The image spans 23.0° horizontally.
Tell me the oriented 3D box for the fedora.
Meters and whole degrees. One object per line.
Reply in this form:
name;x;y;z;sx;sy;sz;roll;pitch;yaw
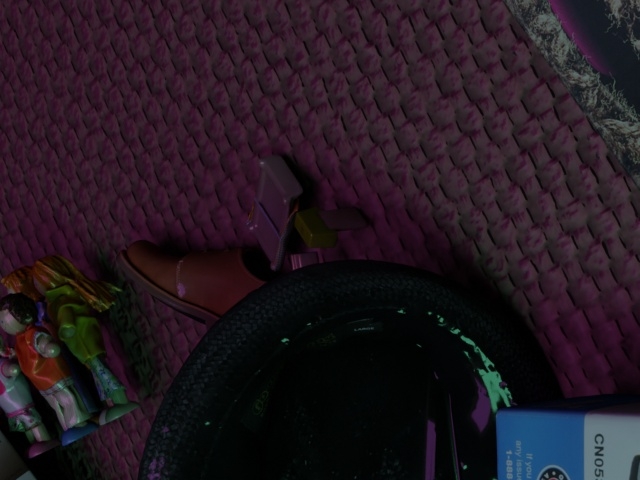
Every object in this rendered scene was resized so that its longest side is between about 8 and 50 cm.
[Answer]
fedora;0.017;0.181;1.105;0.152;0.334;0.334;171;83;-80

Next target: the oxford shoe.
oxford shoe;-0.084;0.035;1.277;0.212;0.076;0.076;25;89;41

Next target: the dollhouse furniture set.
dollhouse furniture set;0.000;0.000;1.199;0.152;0.058;0.076;-124;35;-44

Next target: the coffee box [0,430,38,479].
coffee box;-0.301;0.295;1.487;0.297;0.119;0.168;46;157;26

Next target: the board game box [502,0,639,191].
board game box;0.242;-0.188;0.807;0.232;0.141;0.291;56;135;17

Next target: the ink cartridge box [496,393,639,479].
ink cartridge box;0.258;0.205;0.896;0.307;0.129;0.223;-3;86;46

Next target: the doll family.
doll family;-0.239;0.096;1.428;0.163;0.118;0.263;63;154;1
